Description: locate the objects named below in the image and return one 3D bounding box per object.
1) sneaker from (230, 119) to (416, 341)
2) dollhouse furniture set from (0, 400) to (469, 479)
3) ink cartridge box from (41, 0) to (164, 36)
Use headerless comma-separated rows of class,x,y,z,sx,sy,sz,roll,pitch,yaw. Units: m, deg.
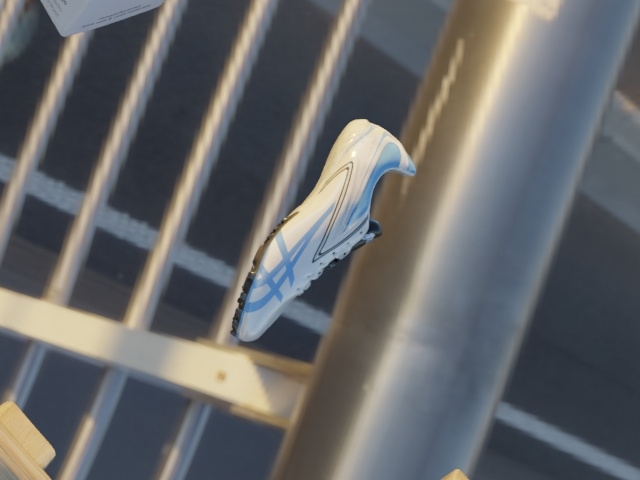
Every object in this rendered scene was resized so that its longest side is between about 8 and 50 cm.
sneaker,0.000,0.000,1.480,0.086,0.085,0.237,36,88,1
dollhouse furniture set,-0.062,0.107,0.471,0.161,0.182,0.101,48,27,-5
ink cartridge box,-0.164,-0.325,1.287,0.117,0.278,0.201,-26,82,-36
